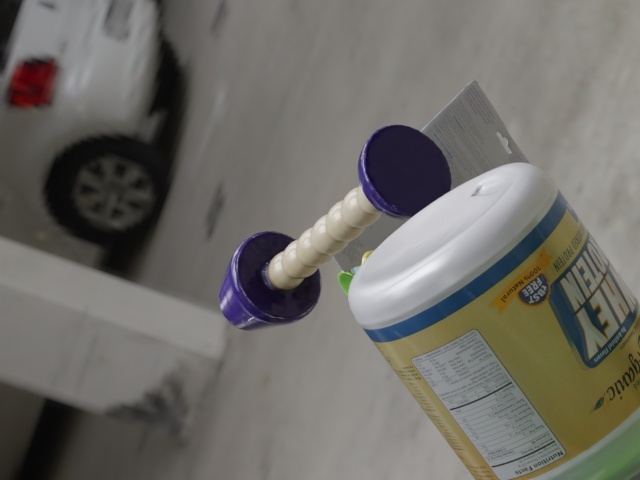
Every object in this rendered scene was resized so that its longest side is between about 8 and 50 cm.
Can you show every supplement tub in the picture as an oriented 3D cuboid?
[{"bbox_3d":[0.126,0.069,1.178,0.144,0.199,0.144,-35,11,8],"label":"supplement tub"}]

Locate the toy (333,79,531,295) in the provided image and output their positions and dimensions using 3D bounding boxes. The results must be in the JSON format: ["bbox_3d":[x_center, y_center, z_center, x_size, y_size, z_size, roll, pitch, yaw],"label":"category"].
[{"bbox_3d":[0.098,-0.026,1.854,0.237,0.137,0.056,-46,21,-30],"label":"toy"}]

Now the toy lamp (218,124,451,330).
[{"bbox_3d":[0.000,0.000,1.455,0.275,0.080,0.080,-39,30,53],"label":"toy lamp"}]
